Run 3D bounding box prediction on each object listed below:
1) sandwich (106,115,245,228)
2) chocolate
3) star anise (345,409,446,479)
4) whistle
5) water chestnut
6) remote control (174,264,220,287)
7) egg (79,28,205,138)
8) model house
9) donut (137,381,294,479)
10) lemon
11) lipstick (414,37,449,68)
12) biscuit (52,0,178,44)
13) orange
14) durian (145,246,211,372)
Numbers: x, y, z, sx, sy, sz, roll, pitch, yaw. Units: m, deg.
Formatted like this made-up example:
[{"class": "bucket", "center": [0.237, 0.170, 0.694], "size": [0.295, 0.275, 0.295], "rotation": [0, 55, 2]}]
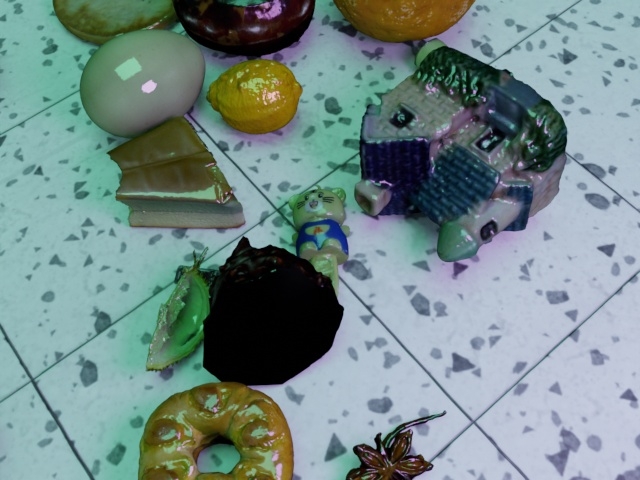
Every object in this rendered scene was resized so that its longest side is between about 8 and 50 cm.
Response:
[{"class": "sandwich", "center": [-0.265, -0.087, 1.165], "size": [0.186, 0.108, 0.220], "rotation": [-32, 67, -15]}, {"class": "chocolate", "center": [-0.089, 0.086, 1.036], "size": [0.206, 0.224, 0.177], "rotation": [3, 32, -24]}, {"class": "star anise", "center": [0.117, 0.309, 0.958], "size": [0.190, 0.070, 0.097], "rotation": [-27, 90, -14]}, {"class": "whistle", "center": [0.000, 0.000, 1.120], "size": [0.105, 0.085, 0.228], "rotation": [-9, 61, 7]}, {"class": "water chestnut", "center": [-0.153, -0.518, 1.309], "size": [0.299, 0.300, 0.300], "rotation": [-1, 61, 1]}, {"class": "remote control", "center": [-0.203, 0.067, 1.130], "size": [0.096, 0.014, 0.039], "rotation": [6, 61, 4]}, {"class": "egg", "center": [-0.331, -0.301, 1.239], "size": [0.253, 0.189, 0.188], "rotation": [-36, 66, -21]}, {"class": "model house", "center": [0.207, -0.123, 1.099], "size": [0.284, 0.243, 0.298], "rotation": [-38, 57, -15]}, {"class": "donut", "center": [-0.146, 0.311, 0.934], "size": [0.226, 0.114, 0.227], "rotation": [-1, 61, 2]}, {"class": "lemon", "center": [-0.125, -0.273, 1.245], "size": [0.186, 0.142, 0.142], "rotation": [-2, 61, 4]}, {"class": "lipstick", "center": [0.302, -0.280, 1.275], "size": [0.076, 0.076, 0.304], "rotation": [-32, 66, -15]}, {"class": "biscuit", "center": [-0.451, -0.511, 1.445], "size": [0.308, 0.040, 0.205], "rotation": [6, 61, 6]}, {"class": "orange", "center": [0.168, -0.558, 1.312], "size": [0.340, 0.293, 0.341], "rotation": [1, 44, -1]}, {"class": "durian", "center": [-0.222, 0.116, 1.053], "size": [0.086, 0.100, 0.216], "rotation": [17, 69, 8]}]
